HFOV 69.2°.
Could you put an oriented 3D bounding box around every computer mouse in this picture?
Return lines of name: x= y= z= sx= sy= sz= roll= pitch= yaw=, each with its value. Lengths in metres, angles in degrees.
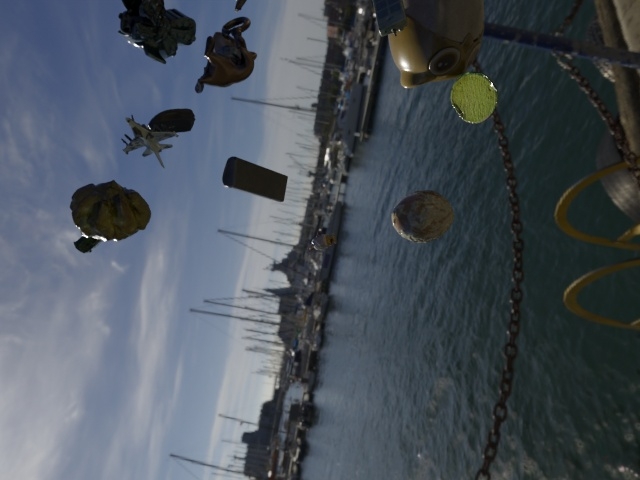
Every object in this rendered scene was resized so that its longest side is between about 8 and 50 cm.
computer mouse: x=-0.664 y=-0.529 z=2.060 sx=0.073 sy=0.217 sz=0.122 roll=65 pitch=153 yaw=19

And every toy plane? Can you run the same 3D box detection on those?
toy plane: x=-0.484 y=-0.290 z=1.279 sx=0.234 sy=0.160 sz=0.082 roll=75 pitch=175 yaw=-66

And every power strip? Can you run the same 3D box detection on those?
power strip: x=0.189 y=-0.645 z=1.281 sx=0.029 sy=0.080 sz=0.227 roll=42 pitch=-143 yaw=-55

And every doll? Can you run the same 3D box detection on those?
doll: x=0.000 y=0.000 z=1.981 sx=0.073 sy=0.127 sz=0.084 roll=-22 pitch=-85 yaw=-79
doll: x=-0.399 y=-0.770 z=1.953 sx=0.318 sy=0.209 sz=0.340 roll=-31 pitch=29 yaw=20

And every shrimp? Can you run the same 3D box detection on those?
shrimp: x=-0.239 y=-0.728 z=1.346 sx=0.025 sy=0.091 sz=0.127 roll=-53 pitch=-1 yaw=-45

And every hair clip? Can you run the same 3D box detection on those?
hair clip: x=-0.589 y=-0.758 z=1.638 sx=0.206 sy=0.194 sz=0.310 roll=-58 pitch=-13 yaw=8

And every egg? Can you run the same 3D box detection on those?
egg: x=0.384 y=-0.092 z=1.762 sx=0.203 sy=0.245 sz=0.203 roll=173 pitch=90 yaw=-71

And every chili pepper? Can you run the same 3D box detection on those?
chili pepper: x=-0.803 y=-0.043 z=1.722 sx=0.227 sy=0.059 sz=0.088 roll=-40 pitch=-1 yaw=2

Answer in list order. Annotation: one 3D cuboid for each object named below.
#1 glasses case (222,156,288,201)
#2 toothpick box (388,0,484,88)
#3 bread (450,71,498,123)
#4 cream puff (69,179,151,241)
glasses case: x=-0.150 y=-0.142 z=1.103 sx=0.190 sy=0.042 sz=0.072 roll=11 pitch=-87 yaw=-56
toothpick box: x=0.501 y=-0.902 z=2.011 sx=0.409 sy=0.409 sz=0.425 roll=-83 pitch=-11 yaw=-62
bread: x=0.678 y=-0.631 z=2.042 sx=0.033 sy=0.228 sz=0.228 roll=-35 pitch=-27 yaw=-34
cream puff: x=-0.700 y=-0.096 z=1.544 sx=0.244 sy=0.244 sz=0.196 roll=-82 pitch=-19 yaw=-54
